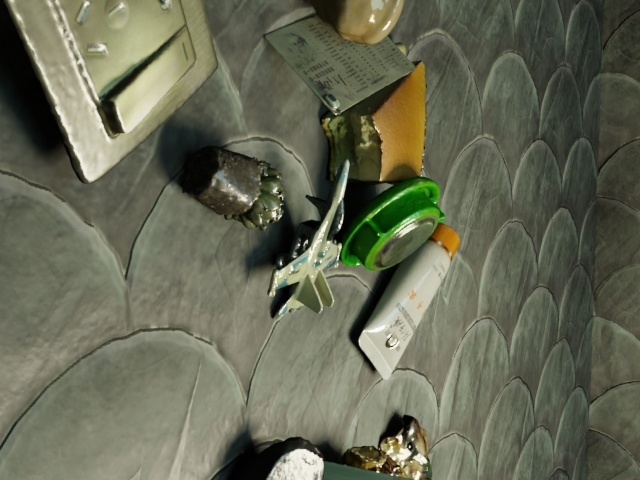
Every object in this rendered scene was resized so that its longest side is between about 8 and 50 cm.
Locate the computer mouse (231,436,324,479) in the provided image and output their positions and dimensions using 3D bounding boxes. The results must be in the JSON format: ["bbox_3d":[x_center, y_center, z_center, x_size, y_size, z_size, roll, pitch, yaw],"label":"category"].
[{"bbox_3d":[-0.083,0.380,1.069,0.122,0.073,0.217,47,66,-25],"label":"computer mouse"}]

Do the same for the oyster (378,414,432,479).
[{"bbox_3d":[0.154,0.528,1.434,0.221,0.096,0.361,52,50,-37],"label":"oyster"}]

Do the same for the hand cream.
[{"bbox_3d":[0.162,0.101,1.409,0.314,0.089,0.139,-59,136,-23],"label":"hand cream"}]

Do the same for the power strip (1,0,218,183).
[{"bbox_3d":[-0.223,-0.229,0.782,0.257,0.092,0.251,-56,145,-38],"label":"power strip"}]

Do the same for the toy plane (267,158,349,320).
[{"bbox_3d":[-0.009,-0.004,1.115,0.192,0.088,0.262,-19,124,-56],"label":"toy plane"}]

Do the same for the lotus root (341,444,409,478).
[{"bbox_3d":[0.088,0.484,1.260,0.141,0.169,0.314,-4,105,-21],"label":"lotus root"}]

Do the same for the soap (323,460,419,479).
[{"bbox_3d":[0.054,0.428,1.127,0.094,0.261,0.150,8,86,-65],"label":"soap"}]

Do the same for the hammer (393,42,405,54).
[{"bbox_3d":[0.137,-0.265,1.373,0.060,0.028,0.195,-26,116,-46],"label":"hammer"}]

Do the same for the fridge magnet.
[{"bbox_3d":[0.121,-0.024,1.251,0.208,0.088,0.208,-31,158,-14],"label":"fridge magnet"}]

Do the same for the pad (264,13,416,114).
[{"bbox_3d":[0.041,-0.293,1.150,0.159,0.009,0.265,48,43,3],"label":"pad"}]

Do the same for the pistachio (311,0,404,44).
[{"bbox_3d":[0.049,-0.410,1.127,0.138,0.153,0.238,18,48,-65],"label":"pistachio"}]

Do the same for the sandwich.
[{"bbox_3d":[0.093,-0.204,1.237,0.186,0.108,0.220,0,94,-57],"label":"sandwich"}]

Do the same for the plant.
[{"bbox_3d":[-0.111,-0.069,0.975,0.143,0.094,0.092,23,60,-43],"label":"plant"}]
